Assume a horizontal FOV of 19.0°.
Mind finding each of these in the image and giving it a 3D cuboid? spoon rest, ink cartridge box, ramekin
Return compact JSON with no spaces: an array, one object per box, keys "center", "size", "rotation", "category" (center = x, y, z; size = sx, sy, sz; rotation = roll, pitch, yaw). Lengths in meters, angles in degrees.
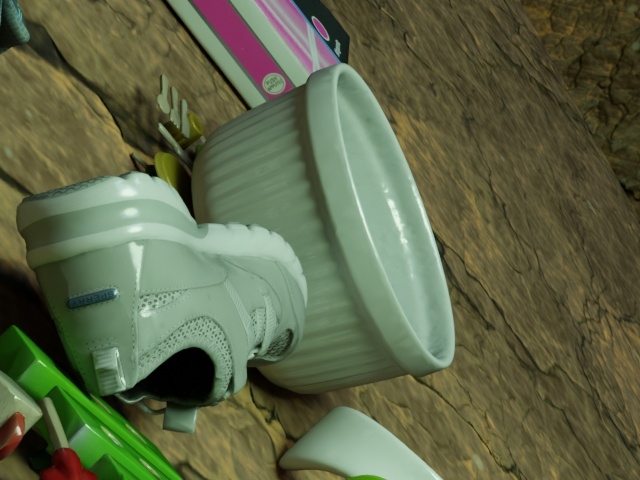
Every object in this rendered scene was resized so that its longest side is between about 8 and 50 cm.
[{"center":[0.089,0.221,1.161],"size":[0.276,0.137,0.084],"rotation":[51,-26,-9],"category":"spoon rest"},{"center":[-0.106,-0.251,1.486],"size":[0.371,0.069,0.176],"rotation":[49,20,-20],"category":"ink cartridge box"},{"center":[0.000,0.000,1.226],"size":[0.207,0.109,0.207],"rotation":[-19,90,-77],"category":"ramekin"}]

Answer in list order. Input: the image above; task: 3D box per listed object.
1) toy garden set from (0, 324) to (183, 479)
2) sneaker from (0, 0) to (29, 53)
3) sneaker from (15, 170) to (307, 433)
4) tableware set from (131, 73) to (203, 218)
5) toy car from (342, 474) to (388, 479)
[{"center":[-0.107,0.103,0.800],"size":[0.204,0.049,0.244],"rotation":[45,-3,-33],"category":"toy garden set"},{"center":[-0.201,-0.110,0.925],"size":[0.125,0.104,0.262],"rotation":[58,18,-9],"category":"sneaker"},{"center":[-0.081,0.050,1.013],"size":[0.281,0.105,0.115],"rotation":[26,54,-68],"category":"sneaker"},{"center":[-0.085,-0.034,1.251],"size":[0.104,0.024,0.154],"rotation":[52,18,-32],"category":"tableware set"},{"center":[0.001,0.233,0.874],"size":[0.155,0.149,0.188],"rotation":[60,26,-32],"category":"toy car"}]
